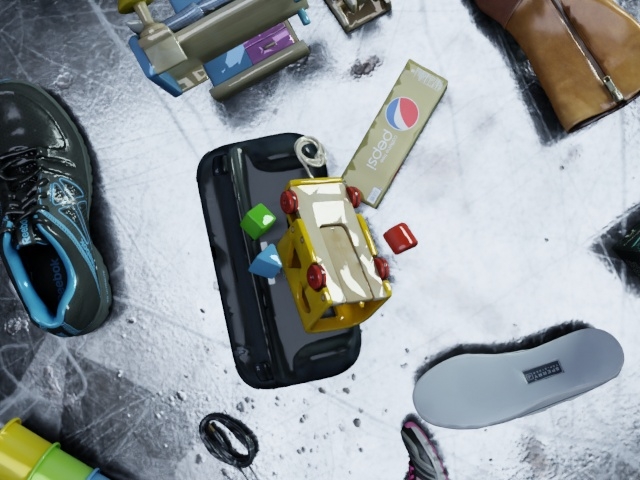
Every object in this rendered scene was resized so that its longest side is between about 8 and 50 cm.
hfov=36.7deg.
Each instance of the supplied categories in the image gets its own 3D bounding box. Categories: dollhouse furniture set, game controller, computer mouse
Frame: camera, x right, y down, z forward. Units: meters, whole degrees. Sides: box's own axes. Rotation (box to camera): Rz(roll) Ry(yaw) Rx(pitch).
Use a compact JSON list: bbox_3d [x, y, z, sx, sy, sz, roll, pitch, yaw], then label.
[{"bbox_3d":[-0.088,-0.317,1.099,0.286,0.303,0.198,-28,88,5],"label":"dollhouse furniture set"},{"bbox_3d":[-0.052,0.026,1.227,0.166,0.067,0.319,-12,90,-9],"label":"game controller"},{"bbox_3d":[-0.082,0.328,1.239,0.071,0.041,0.242,-31,81,6],"label":"computer mouse"}]

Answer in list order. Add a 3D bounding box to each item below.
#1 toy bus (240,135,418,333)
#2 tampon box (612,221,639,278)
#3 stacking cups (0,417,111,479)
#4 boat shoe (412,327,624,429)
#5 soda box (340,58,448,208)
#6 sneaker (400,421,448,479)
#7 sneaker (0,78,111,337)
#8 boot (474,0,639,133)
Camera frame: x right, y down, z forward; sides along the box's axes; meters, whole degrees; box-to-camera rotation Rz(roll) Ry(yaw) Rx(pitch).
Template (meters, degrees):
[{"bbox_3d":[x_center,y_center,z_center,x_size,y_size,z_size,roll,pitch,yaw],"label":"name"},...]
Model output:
[{"bbox_3d":[-0.001,0.011,1.145,0.191,0.104,0.202,34,50,-4],"label":"toy bus"},{"bbox_3d":[0.431,0.007,1.120,0.120,0.161,0.101,-43,87,5],"label":"tampon box"},{"bbox_3d":[-0.283,0.348,1.233,0.316,0.096,0.096,31,93,1],"label":"stacking cups"},{"bbox_3d":[0.241,0.180,1.177,0.258,0.084,0.095,-11,65,4],"label":"boat shoe"},{"bbox_3d":[0.090,-0.131,1.203,0.058,0.061,0.181,31,93,5],"label":"soda box"},{"bbox_3d":[0.123,0.313,1.201,0.074,0.063,0.171,-20,93,-1],"label":"sneaker"},{"bbox_3d":[-0.347,-0.045,1.205,0.125,0.139,0.341,-19,89,1],"label":"sneaker"},{"bbox_3d":[0.326,-0.303,1.123,0.264,0.096,0.281,-33,70,6],"label":"boot"}]
